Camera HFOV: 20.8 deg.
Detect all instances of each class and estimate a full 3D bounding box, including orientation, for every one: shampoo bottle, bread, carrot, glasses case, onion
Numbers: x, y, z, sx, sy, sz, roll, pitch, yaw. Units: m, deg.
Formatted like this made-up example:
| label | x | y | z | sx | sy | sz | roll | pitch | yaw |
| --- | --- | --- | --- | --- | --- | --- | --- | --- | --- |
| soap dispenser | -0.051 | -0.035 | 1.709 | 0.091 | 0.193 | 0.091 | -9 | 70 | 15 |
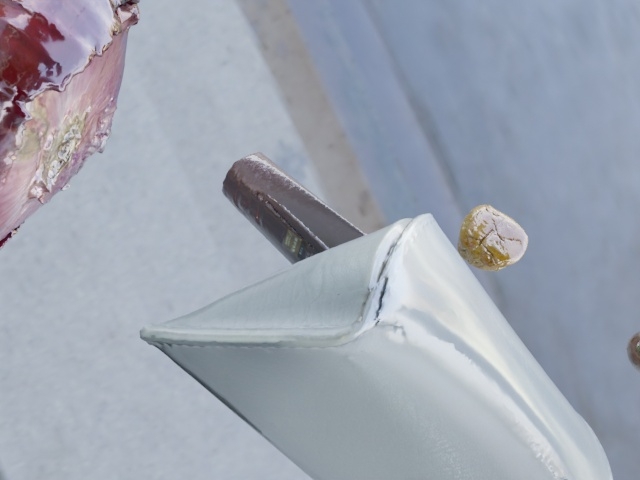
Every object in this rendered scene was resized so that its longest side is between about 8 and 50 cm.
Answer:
| label | x | y | z | sx | sy | sz | roll | pitch | yaw |
| --- | --- | --- | --- | --- | --- | --- | --- | --- | --- |
| shampoo bottle | -0.001 | 0.002 | 1.739 | 0.067 | 0.068 | 0.236 | -39 | 60 | -19 |
| bread | 0.201 | -0.001 | 2.070 | 0.081 | 0.046 | 0.083 | -21 | 69 | -21 |
| carrot | 0.372 | 0.130 | 1.981 | 0.191 | 0.047 | 0.047 | 33 | 42 | -76 |
| glasses case | 0.041 | 0.077 | 0.801 | 0.308 | 0.128 | 0.083 | 49 | 42 | -52 |
| onion | -0.218 | -0.097 | 1.168 | 0.161 | 0.248 | 0.248 | 44 | 41 | 16 |
